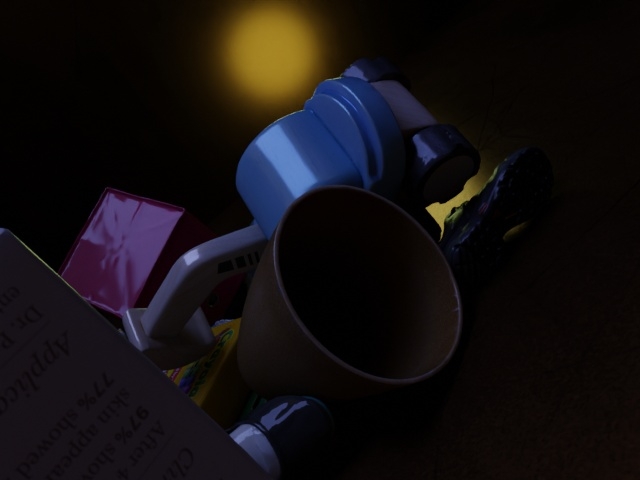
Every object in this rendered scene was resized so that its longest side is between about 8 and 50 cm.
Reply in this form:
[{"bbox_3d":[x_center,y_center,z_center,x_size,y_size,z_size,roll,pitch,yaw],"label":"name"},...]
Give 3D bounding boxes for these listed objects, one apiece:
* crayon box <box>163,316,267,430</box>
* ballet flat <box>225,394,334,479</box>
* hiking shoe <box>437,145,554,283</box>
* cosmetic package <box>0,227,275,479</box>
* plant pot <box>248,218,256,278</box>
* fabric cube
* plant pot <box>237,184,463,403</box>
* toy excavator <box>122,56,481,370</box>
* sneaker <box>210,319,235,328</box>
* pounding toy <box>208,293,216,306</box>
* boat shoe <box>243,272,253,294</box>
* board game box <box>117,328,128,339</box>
[{"bbox_3d":[-0.201,0.240,0.993,0.318,0.081,0.202,-23,27,37],"label":"crayon box"},{"bbox_3d":[-0.096,0.262,0.695,0.096,0.095,0.280,-21,-13,-49],"label":"ballet flat"},{"bbox_3d":[0.217,-0.041,0.804,0.227,0.086,0.114,-47,19,-20],"label":"hiking shoe"},{"bbox_3d":[-0.243,0.268,0.452,0.327,0.394,0.329,-22,24,51],"label":"cosmetic package"},{"bbox_3d":[0.000,0.000,1.113,0.234,0.166,0.166,-27,18,20],"label":"plant pot"},{"bbox_3d":[-0.364,0.070,1.327,0.259,0.258,0.254,16,72,31],"label":"fabric cube"},{"bbox_3d":[0.000,0.103,0.733,0.254,0.237,0.237,-48,5,46],"label":"plant pot"},{"bbox_3d":[-0.062,-0.019,0.865,0.444,0.222,0.433,-15,-36,-26],"label":"toy excavator"},{"bbox_3d":[-0.186,0.190,1.211,0.190,0.072,0.082,-12,-2,40],"label":"sneaker"},{"bbox_3d":[-0.289,0.160,1.524,0.206,0.094,0.181,-22,17,28],"label":"pounding toy"},{"bbox_3d":[-0.156,0.081,1.424,0.083,0.076,0.226,-42,14,-1],"label":"boat shoe"},{"bbox_3d":[-0.443,0.308,1.353,0.142,0.144,0.275,-45,16,-19],"label":"board game box"}]
